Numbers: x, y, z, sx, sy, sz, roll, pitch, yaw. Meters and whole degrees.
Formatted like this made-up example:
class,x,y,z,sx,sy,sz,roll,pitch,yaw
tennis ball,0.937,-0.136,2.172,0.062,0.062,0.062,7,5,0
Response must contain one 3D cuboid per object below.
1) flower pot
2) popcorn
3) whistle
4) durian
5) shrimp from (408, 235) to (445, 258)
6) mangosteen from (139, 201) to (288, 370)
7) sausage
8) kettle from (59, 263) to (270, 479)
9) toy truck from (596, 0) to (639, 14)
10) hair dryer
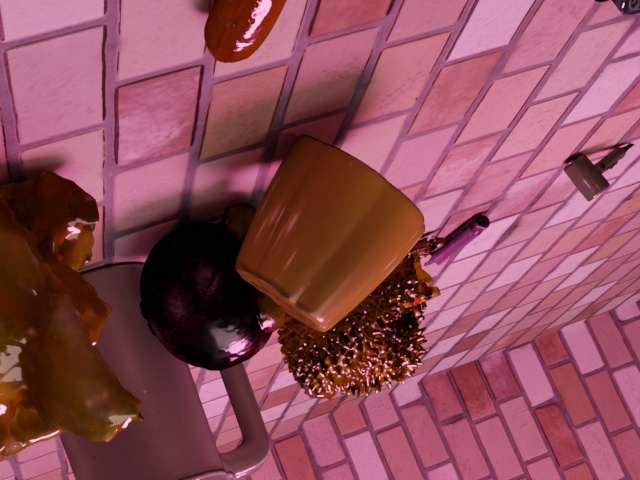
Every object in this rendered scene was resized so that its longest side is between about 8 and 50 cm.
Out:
class,x,y,z,sx,sy,sz,roll,pitch,yaw
flower pot,0.000,0.000,1.417,0.179,0.195,0.195,-54,168,-11
popcorn,-0.335,0.099,1.166,0.290,0.321,0.326,-23,145,1
whistle,0.243,0.004,2.142,0.033,0.033,0.176,-10,160,-37
durian,0.054,0.130,1.963,0.258,0.258,0.293,-13,153,-31
shrimp,0.140,0.038,2.111,0.178,0.034,0.124,-22,167,2
mangosteen,-0.134,0.067,1.548,0.210,0.210,0.210,-21,164,-6
sausage,-0.056,-0.211,1.022,0.062,0.054,0.183,-51,-179,-36
kettle,-0.251,0.214,1.642,0.205,0.318,0.265,-33,160,28
toy truck,0.324,-0.303,1.098,0.162,0.136,0.305,-43,153,29
hair dryer,0.482,-0.131,2.004,0.150,0.071,0.047,-34,174,-26
